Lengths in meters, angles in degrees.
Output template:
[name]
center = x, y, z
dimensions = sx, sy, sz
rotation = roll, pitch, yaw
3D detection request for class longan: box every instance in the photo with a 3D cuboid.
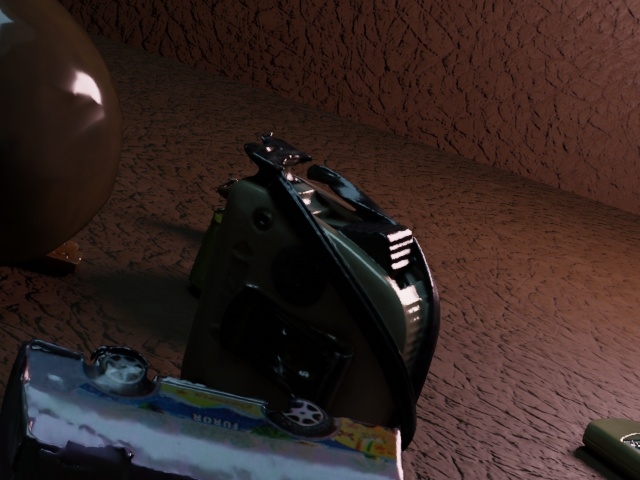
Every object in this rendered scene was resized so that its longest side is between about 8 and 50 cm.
[longan]
center = -0.405, -0.140, 1.424
dimensions = 0.404, 0.336, 0.404
rotation = 16, -16, 5

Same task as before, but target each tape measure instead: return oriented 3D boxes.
[tape measure]
center = 0.004, 0.066, 1.233
dimensions = 0.231, 0.271, 0.133
rotation = 22, 15, 23

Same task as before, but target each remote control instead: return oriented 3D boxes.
[remote control]
center = 0.385, 0.256, 1.451
dimensions = 0.098, 0.038, 0.233
rotation = 6, 19, -36

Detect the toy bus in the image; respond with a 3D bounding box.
[toy bus]
center = -0.094, 0.177, 1.052
dimensions = 0.317, 0.112, 0.138
rotation = 14, 25, -12

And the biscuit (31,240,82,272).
[biscuit]
center = -0.324, 0.010, 1.573
dimensions = 0.130, 0.019, 0.119
rotation = 29, 18, 39

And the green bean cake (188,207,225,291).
[green bean cake]
center = -0.026, 0.040, 1.623
dimensions = 0.214, 0.113, 0.200
rotation = 28, 18, 39

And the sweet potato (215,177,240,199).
[sweet potato]
center = -0.002, 0.000, 1.851
dimensions = 0.310, 0.098, 0.124
rotation = 20, 7, -4
